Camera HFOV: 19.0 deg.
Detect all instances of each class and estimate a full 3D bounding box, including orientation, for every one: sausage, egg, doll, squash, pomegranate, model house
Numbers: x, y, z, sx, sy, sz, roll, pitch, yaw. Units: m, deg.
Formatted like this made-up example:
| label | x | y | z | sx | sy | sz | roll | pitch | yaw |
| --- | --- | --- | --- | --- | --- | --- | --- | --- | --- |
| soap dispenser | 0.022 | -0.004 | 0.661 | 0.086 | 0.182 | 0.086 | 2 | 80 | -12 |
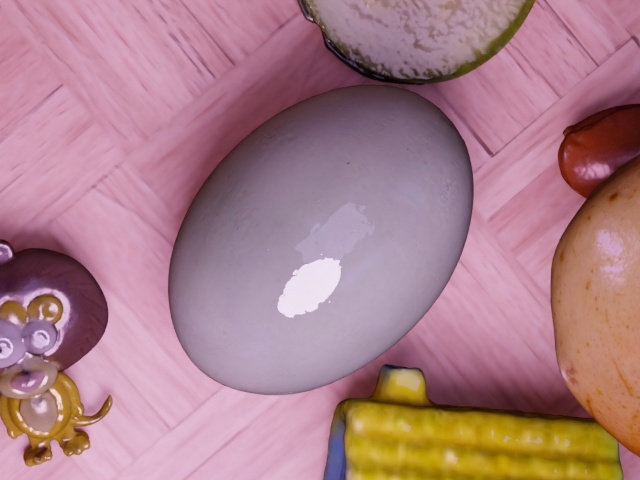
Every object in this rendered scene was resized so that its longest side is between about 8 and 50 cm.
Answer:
| label | x | y | z | sx | sy | sz | roll | pitch | yaw |
| --- | --- | --- | --- | --- | --- | --- | --- | --- | --- |
| sausage | 0.289 | -0.074 | 1.610 | 0.179 | 0.089 | 0.089 | -7 | 94 | 0 |
| egg | 0.000 | 0.000 | 1.522 | 0.203 | 0.203 | 0.283 | 41 | 93 | -6 |
| doll | -0.230 | 0.089 | 1.560 | 0.145 | 0.096 | 0.188 | -37 | 106 | 4 |
| squash | 0.081 | -0.241 | 1.601 | 0.219 | 0.041 | 0.219 | 0 | 93 | -7 |
| pomegranate | 0.337 | 0.038 | 1.473 | 0.319 | 0.319 | 0.319 | 0 | 93 | -6 |
| model house | 0.113 | 0.258 | 1.549 | 0.237 | 0.215 | 0.303 | 5 | 88 | -6 |
